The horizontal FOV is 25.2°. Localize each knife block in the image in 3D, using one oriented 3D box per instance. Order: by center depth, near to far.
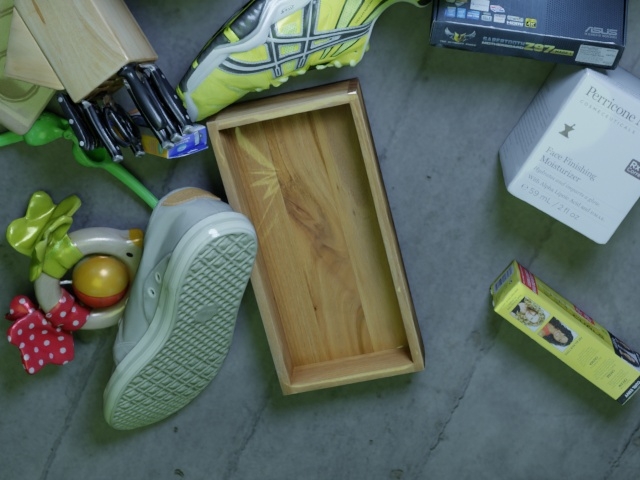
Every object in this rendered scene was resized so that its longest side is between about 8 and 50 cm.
[{"bbox_3d":[-0.260,-0.243,1.770,0.242,0.088,0.275,14,103,16],"label":"knife block"}]

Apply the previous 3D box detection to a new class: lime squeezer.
[{"bbox_3d":[-0.343,-0.112,1.929,0.310,0.059,0.110,17,113,-4],"label":"lime squeezer"}]

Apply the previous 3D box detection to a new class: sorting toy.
[{"bbox_3d":[-0.410,-0.271,1.862,0.193,0.038,0.208,35,99,-10],"label":"sorting toy"}]

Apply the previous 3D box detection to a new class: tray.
[{"bbox_3d":[0.000,0.000,1.943,0.203,0.076,0.411,-11,111,9],"label":"tray"}]

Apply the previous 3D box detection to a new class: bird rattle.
[{"bbox_3d":[-0.334,0.066,1.971,0.207,0.143,0.253,-4,117,-12],"label":"bird rattle"}]

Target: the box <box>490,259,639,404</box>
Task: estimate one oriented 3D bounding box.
[{"bbox_3d":[0.340,0.126,1.965,0.232,0.087,0.058,36,109,-10],"label":"box"}]

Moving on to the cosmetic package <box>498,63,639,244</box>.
[{"bbox_3d":[0.342,-0.126,1.820,0.151,0.151,0.183,28,112,-9],"label":"cosmetic package"}]

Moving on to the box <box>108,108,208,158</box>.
[{"bbox_3d":[-0.213,-0.139,1.863,0.136,0.081,0.028,14,115,31],"label":"box"}]

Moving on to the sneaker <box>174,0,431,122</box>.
[{"bbox_3d":[-0.024,-0.258,1.797,0.385,0.145,0.147,-36,106,19],"label":"sneaker"}]

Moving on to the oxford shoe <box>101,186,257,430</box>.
[{"bbox_3d":[-0.204,0.097,1.955,0.169,0.130,0.449,-12,142,-35],"label":"oxford shoe"}]

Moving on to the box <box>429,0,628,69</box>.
[{"bbox_3d":[0.255,-0.311,1.739,0.233,0.183,0.059,9,153,1],"label":"box"}]
